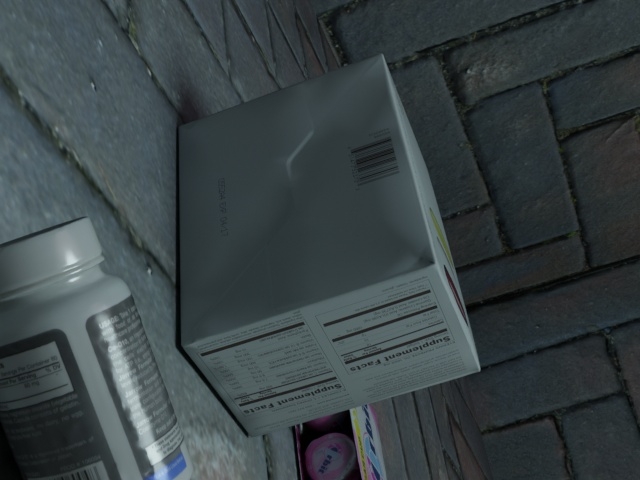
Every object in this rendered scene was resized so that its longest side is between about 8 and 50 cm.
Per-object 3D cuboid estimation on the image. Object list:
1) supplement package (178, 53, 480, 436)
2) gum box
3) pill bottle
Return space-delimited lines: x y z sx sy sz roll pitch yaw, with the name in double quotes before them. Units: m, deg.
"supplement package" 0.000 0.000 0.854 0.145 0.204 0.262 62 14 -45
"gum box" 0.023 0.231 0.980 0.107 0.062 0.188 61 15 -46
"pill bottle" -0.118 0.063 0.476 0.078 0.078 0.137 -49 122 -78
